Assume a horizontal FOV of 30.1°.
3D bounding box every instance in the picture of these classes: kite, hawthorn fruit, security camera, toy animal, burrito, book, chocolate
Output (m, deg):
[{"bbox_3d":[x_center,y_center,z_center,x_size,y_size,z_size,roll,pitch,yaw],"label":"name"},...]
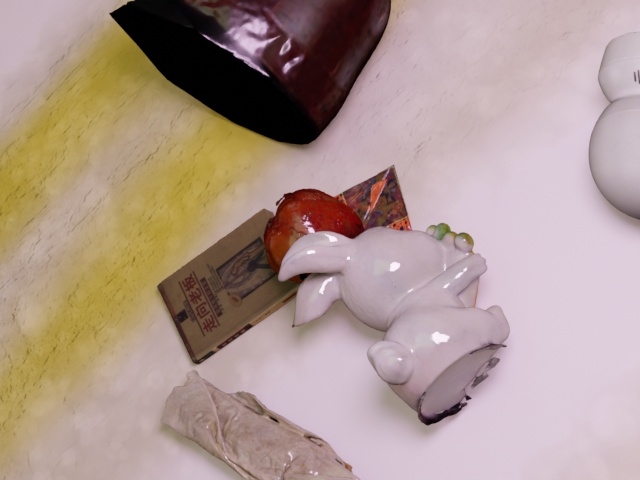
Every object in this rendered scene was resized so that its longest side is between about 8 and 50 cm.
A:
[{"bbox_3d":[0.089,-0.063,1.860,0.222,0.008,0.125,22,84,31],"label":"kite"},{"bbox_3d":[0.000,0.000,1.814,0.172,0.148,0.148,17,81,0],"label":"hawthorn fruit"},{"bbox_3d":[0.457,-0.143,1.599,0.194,0.194,0.236,4,78,28],"label":"security camera"},{"bbox_3d":[0.109,0.095,1.687,0.247,0.183,0.310,-27,61,-21],"label":"toy animal"},{"bbox_3d":[-0.078,0.313,1.780,0.392,0.076,0.117,26,85,32],"label":"burrito"},{"bbox_3d":[-0.144,0.072,1.923,0.231,0.026,0.161,-36,61,13],"label":"book"},{"bbox_3d":[-0.076,-0.375,1.857,0.383,0.383,0.331,23,79,31],"label":"chocolate"}]
